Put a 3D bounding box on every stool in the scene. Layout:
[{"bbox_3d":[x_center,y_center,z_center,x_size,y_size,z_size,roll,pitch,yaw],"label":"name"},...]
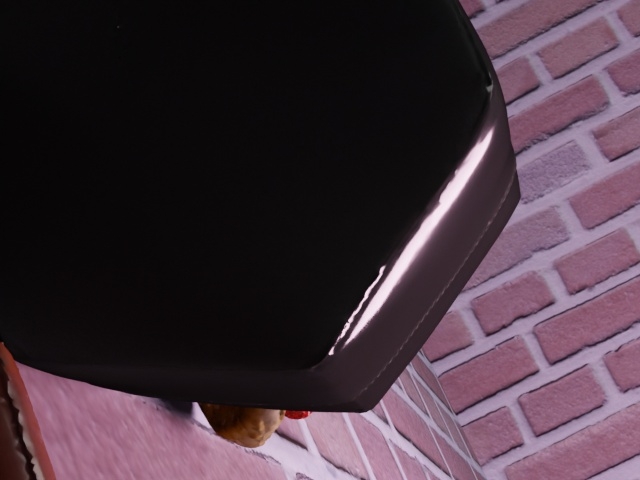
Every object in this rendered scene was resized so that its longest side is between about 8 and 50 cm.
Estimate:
[{"bbox_3d":[-0.036,-0.038,0.486,0.232,0.232,0.141,65,4,20],"label":"stool"}]

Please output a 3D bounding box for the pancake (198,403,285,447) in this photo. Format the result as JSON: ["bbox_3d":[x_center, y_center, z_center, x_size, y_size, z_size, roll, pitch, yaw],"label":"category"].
[{"bbox_3d":[-0.054,0.029,0.609,0.158,0.028,0.158,31,-54,55],"label":"pancake"}]

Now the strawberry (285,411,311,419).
[{"bbox_3d":[-0.014,0.090,0.823,0.073,0.073,0.083,-110,-174,-52],"label":"strawberry"}]

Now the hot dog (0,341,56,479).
[{"bbox_3d":[-0.092,0.069,0.315,0.216,0.047,0.066,65,3,20],"label":"hot dog"}]
